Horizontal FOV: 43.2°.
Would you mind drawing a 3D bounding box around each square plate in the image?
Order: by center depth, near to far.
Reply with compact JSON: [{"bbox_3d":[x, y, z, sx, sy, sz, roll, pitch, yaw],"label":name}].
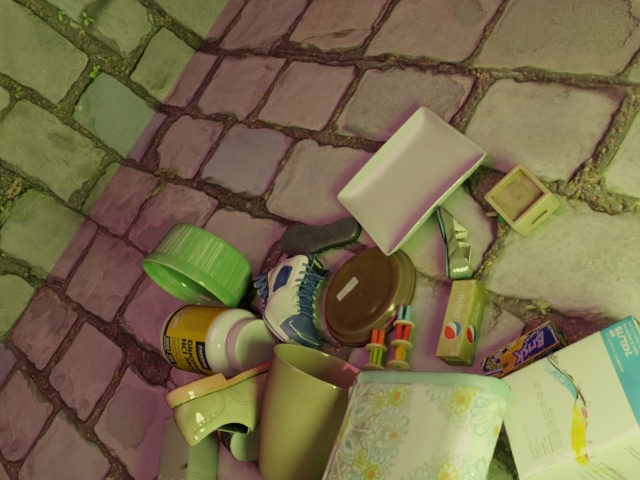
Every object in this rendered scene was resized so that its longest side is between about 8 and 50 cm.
[{"bbox_3d":[0.230,-0.155,2.079,0.347,0.049,0.344,-47,36,7],"label":"square plate"}]

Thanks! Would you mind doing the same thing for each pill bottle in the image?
[{"bbox_3d":[-0.218,0.436,2.021,0.130,0.130,0.246,-55,37,-3],"label":"pill bottle"},{"bbox_3d":[-0.266,0.270,2.149,0.334,0.188,0.187,-1,60,48],"label":"pill bottle"}]

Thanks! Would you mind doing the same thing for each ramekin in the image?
[{"bbox_3d":[-0.341,0.084,2.301,0.303,0.303,0.148,5,57,48],"label":"ramekin"}]

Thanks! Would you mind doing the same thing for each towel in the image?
[{"bbox_3d":[0.148,0.388,1.427,0.374,0.090,0.320,-11,53,54],"label":"towel"}]

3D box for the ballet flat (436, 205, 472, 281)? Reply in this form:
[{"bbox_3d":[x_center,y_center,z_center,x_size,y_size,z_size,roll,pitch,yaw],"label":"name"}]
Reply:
[{"bbox_3d":[0.314,0.004,1.874,0.068,0.072,0.213,-9,50,8],"label":"ballet flat"}]

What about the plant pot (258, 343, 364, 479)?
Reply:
[{"bbox_3d":[-0.032,0.404,1.788,0.256,0.257,0.274,30,100,53],"label":"plant pot"}]

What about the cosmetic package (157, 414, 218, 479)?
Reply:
[{"bbox_3d":[-0.339,0.559,2.072,0.127,0.107,0.238,-31,45,30],"label":"cosmetic package"}]

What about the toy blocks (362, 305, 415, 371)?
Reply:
[{"bbox_3d":[0.159,0.225,1.855,0.123,0.054,0.148,-15,51,38],"label":"toy blocks"}]

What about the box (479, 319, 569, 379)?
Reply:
[{"bbox_3d":[0.403,0.230,1.596,0.169,0.054,0.059,-36,40,22],"label":"box"}]

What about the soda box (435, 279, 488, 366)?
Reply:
[{"bbox_3d":[0.305,0.176,1.739,0.061,0.058,0.181,-7,57,44],"label":"soda box"}]

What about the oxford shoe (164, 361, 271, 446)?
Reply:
[{"bbox_3d":[-0.168,0.374,1.881,0.140,0.397,0.146,-38,67,50],"label":"oxford shoe"}]

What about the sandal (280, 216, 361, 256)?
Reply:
[{"bbox_3d":[0.000,0.001,2.212,0.255,0.054,0.097,-9,62,31],"label":"sandal"}]

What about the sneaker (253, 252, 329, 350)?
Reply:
[{"bbox_3d":[-0.060,0.133,2.098,0.182,0.127,0.315,-46,36,13],"label":"sneaker"}]

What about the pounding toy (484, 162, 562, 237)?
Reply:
[{"bbox_3d":[0.436,-0.080,1.792,0.141,0.100,0.130,-45,52,14],"label":"pounding toy"}]

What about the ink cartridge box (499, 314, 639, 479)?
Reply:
[{"bbox_3d":[0.469,0.299,1.354,0.270,0.198,0.197,-32,42,24],"label":"ink cartridge box"}]

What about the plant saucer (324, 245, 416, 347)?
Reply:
[{"bbox_3d":[0.112,0.130,1.995,0.278,0.041,0.277,-27,44,31],"label":"plant saucer"}]
